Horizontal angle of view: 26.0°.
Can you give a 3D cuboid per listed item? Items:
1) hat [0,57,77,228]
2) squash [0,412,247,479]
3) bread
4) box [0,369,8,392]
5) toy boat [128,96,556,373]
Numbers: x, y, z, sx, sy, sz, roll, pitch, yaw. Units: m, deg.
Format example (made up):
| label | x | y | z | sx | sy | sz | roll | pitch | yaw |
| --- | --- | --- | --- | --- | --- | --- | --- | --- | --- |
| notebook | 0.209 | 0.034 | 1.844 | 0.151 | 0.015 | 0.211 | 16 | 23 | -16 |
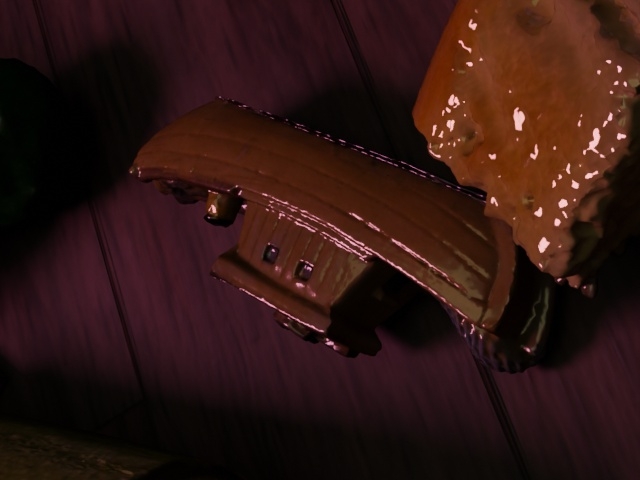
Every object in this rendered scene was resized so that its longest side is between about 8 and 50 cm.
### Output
| label | x | y | z | sx | sy | sz | roll | pitch | yaw |
| --- | --- | --- | --- | --- | --- | --- | --- | --- | --- |
| hat | -0.382 | 0.001 | 1.063 | 0.400 | 0.285 | 0.285 | -8 | 72 | 22 |
| squash | -0.237 | 0.230 | 0.877 | 0.385 | 0.263 | 0.263 | 7 | 81 | 37 |
| bread | 0.170 | -0.120 | 0.727 | 0.262 | 0.162 | 0.204 | -34 | 47 | -1 |
| box | -0.286 | 0.107 | 1.090 | 0.082 | 0.023 | 0.051 | 34 | 97 | 37 |
| toy boat | 0.000 | 0.000 | 0.871 | 0.321 | 0.089 | 0.121 | 24 | 88 | 36 |
